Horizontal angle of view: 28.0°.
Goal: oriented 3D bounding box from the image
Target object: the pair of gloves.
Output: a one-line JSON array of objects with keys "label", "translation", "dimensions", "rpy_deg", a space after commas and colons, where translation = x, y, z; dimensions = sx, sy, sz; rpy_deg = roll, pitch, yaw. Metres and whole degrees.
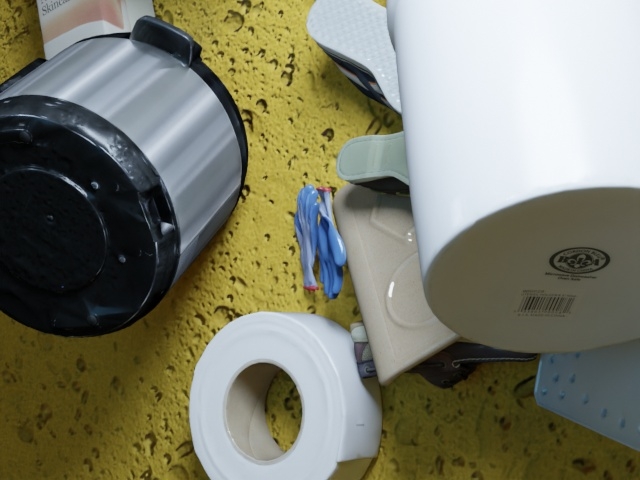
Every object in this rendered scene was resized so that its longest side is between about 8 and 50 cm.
[{"label": "pair of gloves", "translation": [0.000, 0.000, 1.807], "dimensions": [0.198, 0.023, 0.159], "rpy_deg": [-176, 81, -72]}]

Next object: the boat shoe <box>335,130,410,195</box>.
[{"label": "boat shoe", "translation": [0.121, -0.098, 1.640], "dimensions": [0.227, 0.068, 0.081], "rpy_deg": [5, 77, 47]}]

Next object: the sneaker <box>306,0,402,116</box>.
[{"label": "sneaker", "translation": [0.122, -0.229, 1.723], "dimensions": [0.126, 0.127, 0.321], "rpy_deg": [-49, 53, 3]}]

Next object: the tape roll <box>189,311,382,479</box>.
[{"label": "tape roll", "translation": [-0.052, 0.244, 1.838], "dimensions": [0.286, 0.100, 0.286], "rpy_deg": [-4, 84, 36]}]

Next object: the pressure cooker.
[{"label": "pressure cooker", "translation": [-0.306, -0.098, 1.868], "dimensions": [0.370, 0.420, 0.375], "rpy_deg": [-17, 110, 28]}]

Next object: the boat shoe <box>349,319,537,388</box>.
[{"label": "boat shoe", "translation": [0.164, 0.149, 1.693], "dimensions": [0.285, 0.103, 0.092], "rpy_deg": [-1, 95, 36]}]

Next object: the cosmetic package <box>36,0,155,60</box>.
[{"label": "cosmetic package", "translation": [-0.368, -0.383, 2.095], "dimensions": [0.153, 0.129, 0.296], "rpy_deg": [-22, 74, 34]}]

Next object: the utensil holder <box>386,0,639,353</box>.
[{"label": "utensil holder", "translation": [0.244, -0.121, 1.352], "dimensions": [0.327, 0.327, 0.385], "rpy_deg": [-28, 47, 31]}]

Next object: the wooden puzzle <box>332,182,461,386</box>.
[{"label": "wooden puzzle", "translation": [0.182, -0.015, 1.645], "dimensions": [0.348, 0.080, 0.322], "rpy_deg": [-37, 45, 24]}]

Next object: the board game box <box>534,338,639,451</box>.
[{"label": "board game box", "translation": [0.389, 0.038, 1.445], "dimensions": [0.390, 0.050, 0.390], "rpy_deg": [-162, 82, -69]}]
